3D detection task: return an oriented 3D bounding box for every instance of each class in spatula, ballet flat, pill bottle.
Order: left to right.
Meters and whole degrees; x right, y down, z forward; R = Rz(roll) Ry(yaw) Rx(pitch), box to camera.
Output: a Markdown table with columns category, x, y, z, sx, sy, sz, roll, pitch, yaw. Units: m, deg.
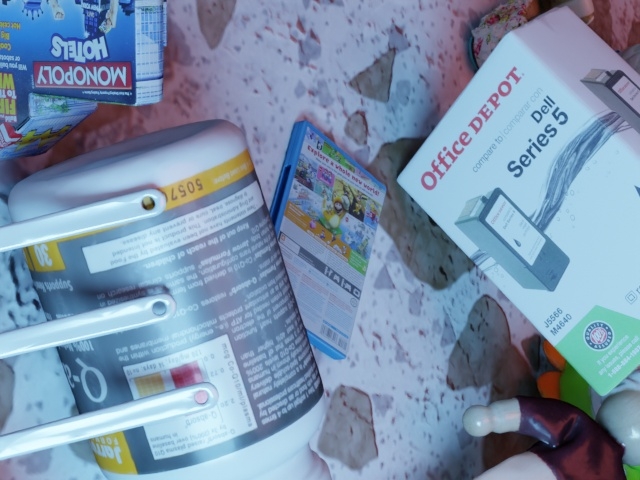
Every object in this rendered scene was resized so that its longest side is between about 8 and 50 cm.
| category | x | y | z | sx | sy | sz | roll | pitch | yaw |
| --- | --- | --- | --- | --- | --- | --- | --- | --- | --- |
| spatula | -0.191 | 0.059 | 0.795 | 0.242 | 0.019 | 0.168 | -14 | 93 | -8 |
| pill bottle | -0.089 | 0.071 | 0.915 | 0.162 | 0.162 | 0.278 | -29 | 106 | -49 |
| ballet flat | 0.238 | -0.226 | 1.427 | 0.241 | 0.077 | 0.091 | -43 | 116 | -46 |

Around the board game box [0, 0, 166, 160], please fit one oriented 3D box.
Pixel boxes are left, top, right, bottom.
| category | x | y | z | sx | sy | sz | roll | pitch | yaw |
| --- | --- | --- | --- | --- | --- | --- | --- | --- | --- |
| board game box | -0.165 | -0.142 | 0.871 | 0.060 | 0.194 | 0.194 | -15 | 110 | -50 |

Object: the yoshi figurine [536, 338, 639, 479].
| category | x | y | z | sx | sy | sz | roll | pitch | yaw |
| --- | --- | --- | --- | --- | --- | --- | --- | --- | --- |
| yoshi figurine | 0.344 | 0.225 | 1.365 | 0.203 | 0.203 | 0.362 | 28 | 45 | -52 |

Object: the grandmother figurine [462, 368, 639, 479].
| category | x | y | z | sx | sy | sz | roll | pitch | yaw |
| --- | --- | --- | --- | --- | --- | --- | --- | --- | --- |
| grandmother figurine | 0.202 | 0.223 | 1.197 | 0.342 | 0.104 | 0.208 | -33 | 107 | -27 |

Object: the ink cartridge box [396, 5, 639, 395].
| category | x | y | z | sx | sy | sz | roll | pitch | yaw |
| --- | --- | --- | --- | --- | --- | --- | --- | --- | --- |
| ink cartridge box | 0.229 | -0.036 | 1.202 | 0.273 | 0.198 | 0.115 | 46 | 41 | 12 |

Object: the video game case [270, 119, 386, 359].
| category | x | y | z | sx | sy | sz | roll | pitch | yaw |
| --- | --- | --- | --- | --- | --- | --- | --- | --- | --- |
| video game case | 0.000 | 0.000 | 1.152 | 0.119 | 0.015 | 0.166 | 37 | 57 | -40 |

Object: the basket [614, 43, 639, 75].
| category | x | y | z | sx | sy | sz | roll | pitch | yaw |
| --- | --- | --- | --- | --- | --- | --- | --- | --- | --- |
| basket | 0.418 | -0.117 | 1.460 | 0.201 | 0.289 | 0.255 | 57 | 47 | -28 |
